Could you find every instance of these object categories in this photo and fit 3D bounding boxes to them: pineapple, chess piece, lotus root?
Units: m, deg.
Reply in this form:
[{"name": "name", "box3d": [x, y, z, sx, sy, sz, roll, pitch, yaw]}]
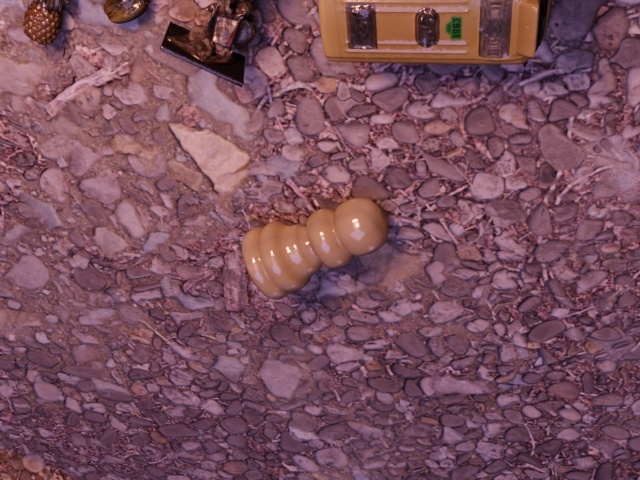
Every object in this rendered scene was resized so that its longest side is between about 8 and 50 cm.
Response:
[{"name": "pineapple", "box3d": [-0.492, -0.436, 1.620, 0.074, 0.074, 0.159, 27, 127, -12]}, {"name": "chess piece", "box3d": [0.000, 0.000, 1.867, 0.299, 0.167, 0.167, -23, 124, 23]}, {"name": "lotus root", "box3d": [-0.347, -0.424, 1.605, 0.099, 0.049, 0.054, -15, 119, 26]}]

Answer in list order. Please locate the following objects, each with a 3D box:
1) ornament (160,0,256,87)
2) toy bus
[{"name": "ornament", "box3d": [-0.160, -0.403, 1.534, 0.153, 0.166, 0.196, 24, 114, -17]}, {"name": "toy bus", "box3d": [0.184, -0.379, 1.415, 0.365, 0.202, 0.177, 2, 132, 11]}]
